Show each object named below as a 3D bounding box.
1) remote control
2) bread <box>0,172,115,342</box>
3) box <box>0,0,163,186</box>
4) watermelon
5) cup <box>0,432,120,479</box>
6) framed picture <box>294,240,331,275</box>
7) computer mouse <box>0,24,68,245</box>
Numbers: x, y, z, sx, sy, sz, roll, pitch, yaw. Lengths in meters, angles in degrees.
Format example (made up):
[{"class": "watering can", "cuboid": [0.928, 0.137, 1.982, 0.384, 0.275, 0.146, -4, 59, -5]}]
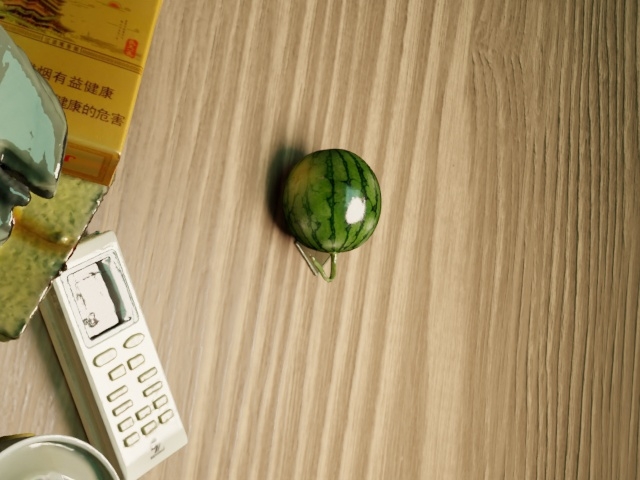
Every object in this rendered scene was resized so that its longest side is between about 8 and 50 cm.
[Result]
[{"class": "remote control", "cuboid": [-0.242, 0.135, 1.133, 0.103, 0.055, 0.277, -30, 108, -45]}, {"class": "bread", "cuboid": [-0.341, -0.038, 0.979, 0.178, 0.135, 0.240, 50, 50, -35]}, {"class": "box", "cuboid": [-0.270, -0.210, 1.037, 0.174, 0.076, 0.274, 17, 60, -16]}, {"class": "watermelon", "cuboid": [0.015, -0.034, 1.370, 0.140, 0.140, 0.188, 8, 83, -47]}, {"class": "cup", "cuboid": [-0.296, 0.282, 0.937, 0.241, 0.226, 0.186, 32, 62, -43]}, {"class": "framed picture", "cuboid": [0.000, 0.000, 1.445, 0.089, 0.006, 0.066, -54, 124, -35]}, {"class": "computer mouse", "cuboid": [-0.415, -0.164, 0.862, 0.429, 0.145, 0.228, 44, 78, -7]}]
